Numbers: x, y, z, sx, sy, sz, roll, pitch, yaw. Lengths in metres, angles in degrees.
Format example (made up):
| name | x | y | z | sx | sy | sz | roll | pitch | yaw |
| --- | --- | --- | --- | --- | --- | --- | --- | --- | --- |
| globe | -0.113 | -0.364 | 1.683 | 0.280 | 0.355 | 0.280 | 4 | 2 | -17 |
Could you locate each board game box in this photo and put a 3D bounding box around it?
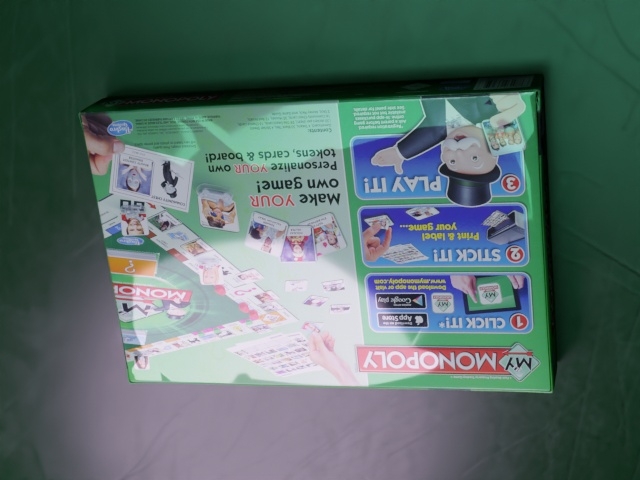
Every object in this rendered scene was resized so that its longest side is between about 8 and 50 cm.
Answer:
| name | x | y | z | sx | sy | sz | roll | pitch | yaw |
| --- | --- | --- | --- | --- | --- | --- | --- | --- | --- |
| board game box | 0.000 | 0.000 | 0.834 | 0.317 | 0.046 | 0.214 | 0 | 111 | 16 |
